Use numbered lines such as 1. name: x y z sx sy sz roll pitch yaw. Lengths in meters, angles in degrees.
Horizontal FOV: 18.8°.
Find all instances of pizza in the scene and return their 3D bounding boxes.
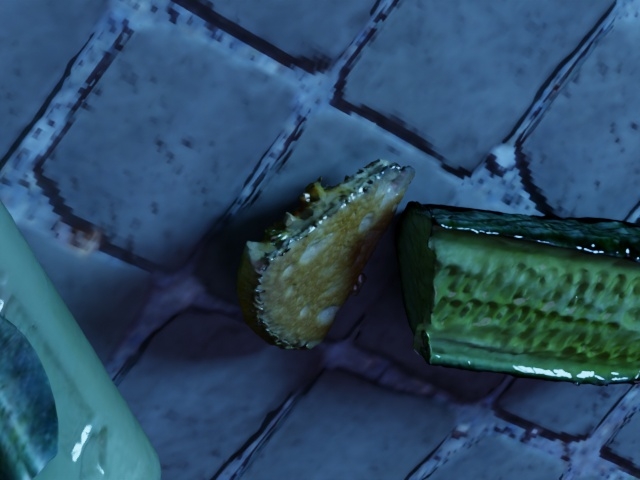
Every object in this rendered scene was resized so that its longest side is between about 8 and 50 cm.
1. pizza: -0.001 0.000 0.659 0.078 0.025 0.083 -48 156 -12

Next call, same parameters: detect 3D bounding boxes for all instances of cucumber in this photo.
1. cucumber: 0.106 0.020 0.731 0.220 0.046 0.070 7 122 -35

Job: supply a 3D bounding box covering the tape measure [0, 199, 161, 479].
1. tape measure: -0.129 0.088 0.519 0.115 0.207 0.235 1 141 23
